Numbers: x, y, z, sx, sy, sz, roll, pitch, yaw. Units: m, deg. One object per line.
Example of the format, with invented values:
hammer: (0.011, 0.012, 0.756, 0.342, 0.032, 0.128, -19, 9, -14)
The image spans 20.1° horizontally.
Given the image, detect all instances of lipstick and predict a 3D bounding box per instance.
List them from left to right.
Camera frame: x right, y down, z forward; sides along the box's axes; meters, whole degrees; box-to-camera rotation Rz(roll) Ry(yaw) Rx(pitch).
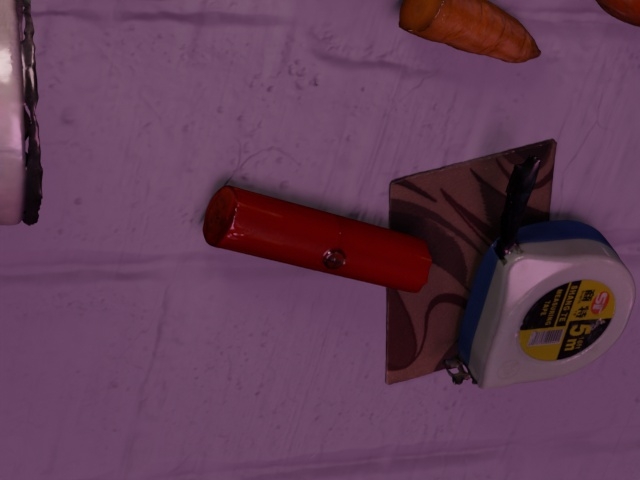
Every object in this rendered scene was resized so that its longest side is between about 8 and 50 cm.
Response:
lipstick: (-0.001, 0.001, 2.026, 0.280, 0.073, 0.073, 14, 119, -33)

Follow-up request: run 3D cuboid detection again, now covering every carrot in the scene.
carrot: (0.171, -0.227, 1.943, 0.205, 0.072, 0.072, 17, 117, -44)

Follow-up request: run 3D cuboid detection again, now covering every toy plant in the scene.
toy plant: (-0.411, -0.112, 1.562, 0.332, 0.247, 0.247, -4, 129, -13)

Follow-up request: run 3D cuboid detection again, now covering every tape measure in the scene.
tape measure: (0.283, 0.022, 2.167, 0.215, 0.098, 0.351, -5, 131, -22)

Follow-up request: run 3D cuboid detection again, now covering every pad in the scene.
pad: (0.181, 0.032, 2.196, 0.220, 0.004, 0.330, -15, 132, -16)

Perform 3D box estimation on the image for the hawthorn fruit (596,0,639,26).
hawthorn fruit: (0.362, -0.297, 1.909, 0.149, 0.189, 0.149, -3, 98, -19)
